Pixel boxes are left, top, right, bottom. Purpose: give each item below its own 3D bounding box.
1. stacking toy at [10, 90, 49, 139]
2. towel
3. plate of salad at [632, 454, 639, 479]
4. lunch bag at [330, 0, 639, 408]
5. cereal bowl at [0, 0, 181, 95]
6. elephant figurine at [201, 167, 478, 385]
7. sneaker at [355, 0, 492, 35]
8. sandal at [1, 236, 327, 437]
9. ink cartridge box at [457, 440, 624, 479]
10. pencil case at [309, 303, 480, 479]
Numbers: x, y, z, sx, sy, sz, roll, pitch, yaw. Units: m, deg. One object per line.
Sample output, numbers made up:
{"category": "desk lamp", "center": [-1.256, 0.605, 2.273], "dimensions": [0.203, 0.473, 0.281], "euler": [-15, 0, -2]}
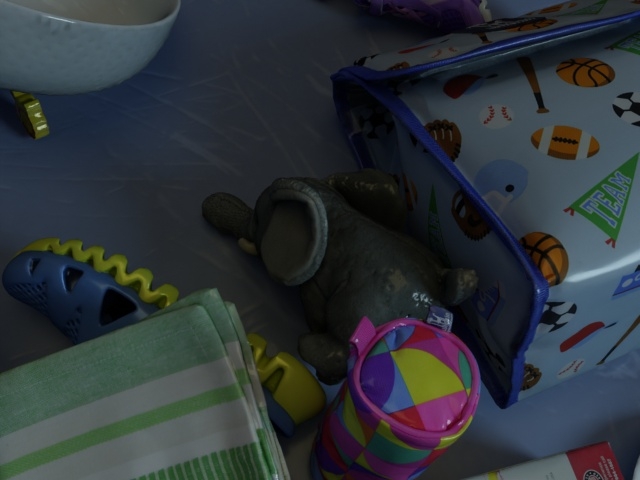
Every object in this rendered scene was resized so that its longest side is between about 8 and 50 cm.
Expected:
{"category": "stacking toy", "center": [-0.421, -0.162, 0.814], "dimensions": [0.167, 0.052, 0.221], "euler": [-29, 63, -27]}
{"category": "towel", "center": [-0.130, 0.227, 0.588], "dimensions": [0.248, 0.038, 0.324], "euler": [-22, 81, 11]}
{"category": "plate of salad", "center": [0.366, 0.261, 0.682], "dimensions": [0.200, 0.048, 0.199], "euler": [7, 59, -12]}
{"category": "lunch bag", "center": [0.225, -0.092, 0.749], "dimensions": [0.328, 0.239, 0.385], "euler": [-18, 52, -13]}
{"category": "cereal bowl", "center": [-0.327, -0.257, 0.780], "dimensions": [0.339, 0.141, 0.339], "euler": [22, 32, -15]}
{"category": "elephant figurine", "center": [0.000, 0.000, 0.700], "dimensions": [0.186, 0.169, 0.239], "euler": [-32, 78, 1]}
{"category": "sneaker", "center": [0.098, -0.301, 0.907], "dimensions": [0.236, 0.095, 0.104], "euler": [42, 79, 4]}
{"category": "sandal", "center": [-0.159, 0.109, 0.673], "dimensions": [0.317, 0.126, 0.138], "euler": [29, 69, 10]}
{"category": "ink cartridge box", "center": [0.159, 0.258, 0.623], "dimensions": [0.176, 0.127, 0.128], "euler": [-10, 66, -10]}
{"category": "pencil case", "center": [0.051, 0.145, 0.608], "dimensions": [0.105, 0.236, 0.104], "euler": [5, 56, -7]}
